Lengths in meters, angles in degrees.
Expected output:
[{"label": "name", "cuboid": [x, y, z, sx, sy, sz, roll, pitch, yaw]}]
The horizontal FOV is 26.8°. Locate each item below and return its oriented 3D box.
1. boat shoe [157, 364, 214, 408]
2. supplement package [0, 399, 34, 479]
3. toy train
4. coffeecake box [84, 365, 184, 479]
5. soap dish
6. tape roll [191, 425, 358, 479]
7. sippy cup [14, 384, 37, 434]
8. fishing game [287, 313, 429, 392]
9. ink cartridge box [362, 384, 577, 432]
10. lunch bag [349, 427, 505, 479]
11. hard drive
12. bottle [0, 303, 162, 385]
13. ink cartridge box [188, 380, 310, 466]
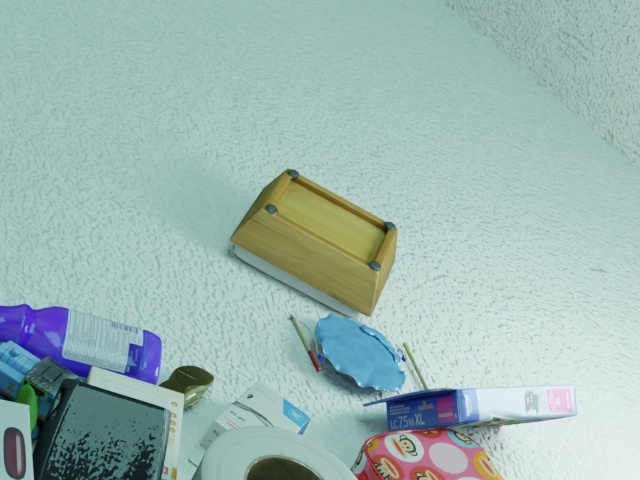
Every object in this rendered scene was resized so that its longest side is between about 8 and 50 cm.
[{"label": "boat shoe", "cuboid": [-0.212, 0.233, 2.036, 0.056, 0.048, 0.153, 29, 22, 11]}, {"label": "supplement package", "cuboid": [-0.462, 0.263, 1.417, 0.262, 0.204, 0.145, 17, 36, -29]}, {"label": "toy train", "cuboid": [-0.422, 0.195, 1.858, 0.184, 0.105, 0.080, 32, 31, 8]}, {"label": "coffeecake box", "cuboid": [-0.271, 0.275, 1.867, 0.142, 0.068, 0.185, 19, 31, -13]}, {"label": "soap dish", "cuboid": [0.000, 0.000, 2.474, 0.291, 0.118, 0.229, 29, 30, 0]}, {"label": "tape roll", "cuboid": [-0.073, 0.389, 1.781, 0.246, 0.169, 0.246, 20, 32, -13]}, {"label": "sippy cup", "cuboid": [-0.529, 0.187, 1.695, 0.305, 0.240, 0.224, 56, 1, -34]}, {"label": "fishing game", "cuboid": [0.063, 0.198, 2.306, 0.264, 0.041, 0.189, 14, 33, -37]}, {"label": "ink cartridge box", "cuboid": [0.245, 0.275, 2.197, 0.311, 0.186, 0.065, 5, 75, -35]}, {"label": "lunch bag", "cuboid": [0.171, 0.413, 1.985, 0.258, 0.120, 0.293, 0, 41, -37]}, {"label": "hard drive", "cuboid": [-0.290, 0.312, 1.725, 0.172, 0.054, 0.255, 20, 63, -13]}, {"label": "bottle", "cuboid": [-0.376, 0.157, 1.965, 0.282, 0.092, 0.118, 17, 38, -17]}, {"label": "ink cartridge box", "cuboid": [-0.104, 0.294, 2.004, 0.104, 0.060, 0.180, 35, 31, 11]}]
